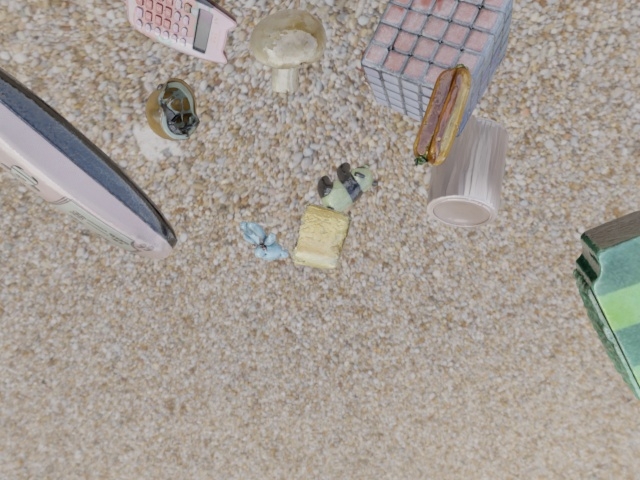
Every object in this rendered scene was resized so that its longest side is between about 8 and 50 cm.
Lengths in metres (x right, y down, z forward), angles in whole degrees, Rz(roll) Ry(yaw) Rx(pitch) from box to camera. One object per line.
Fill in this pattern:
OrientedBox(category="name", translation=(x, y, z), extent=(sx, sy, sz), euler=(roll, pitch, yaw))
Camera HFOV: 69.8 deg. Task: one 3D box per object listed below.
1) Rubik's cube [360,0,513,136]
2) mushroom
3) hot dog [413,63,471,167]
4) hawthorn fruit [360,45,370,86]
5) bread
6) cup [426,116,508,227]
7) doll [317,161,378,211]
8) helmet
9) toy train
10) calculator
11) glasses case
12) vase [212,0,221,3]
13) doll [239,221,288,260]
OrientedBox(category="Rubik's cube", translation=(0.253, -0.403, 1.002), extent=(0.238, 0.237, 0.238), euler=(29, 94, 17))
OrientedBox(category="mushroom", translation=(-0.113, -0.713, 1.756), extent=(0.292, 0.293, 0.290), euler=(-6, 136, 0))
OrientedBox(category="hot dog", translation=(0.214, -0.209, 0.794), extent=(0.055, 0.072, 0.189), euler=(14, 99, -38))
OrientedBox(category="hawthorn fruit", translation=(0.250, -0.505, 1.276), extent=(0.285, 0.165, 0.165), euler=(-21, 119, -14))
OrientedBox(category="bread", translation=(0.000, -0.001, 0.939), extent=(0.105, 0.082, 0.125), euler=(18, 74, -2))
OrientedBox(category="cup", translation=(0.412, -0.194, 1.386), extent=(0.208, 0.274, 0.288), euler=(30, 154, -37))
OrientedBox(category="doll", translation=(0.098, -0.197, 1.737), extent=(0.234, 0.135, 0.144), euler=(-36, 130, -2))
OrientedBox(category="helmet", translation=(-0.534, -0.451, 1.616), extent=(0.129, 0.225, 0.198), euler=(-7, 149, 21))
OrientedBox(category="toy train", translation=(0.477, 0.082, 0.584), extent=(0.238, 0.167, 0.299), euler=(-25, 92, 23))
OrientedBox(category="calculator", translation=(-0.419, -0.658, 1.362), extent=(0.329, 0.048, 0.220), euler=(17, 151, -16))
OrientedBox(category="glasses case", translation=(-0.285, -0.084, 0.498), extent=(0.314, 0.122, 0.075), euler=(48, 66, -34))
OrientedBox(category="vase", translation=(-0.352, -0.882, 1.392), extent=(0.302, 0.330, 0.240), euler=(-22, 136, 40))
OrientedBox(category="doll", translation=(-0.180, 0.011, 1.373), extent=(0.119, 0.075, 0.180), euler=(5, 157, 29))
